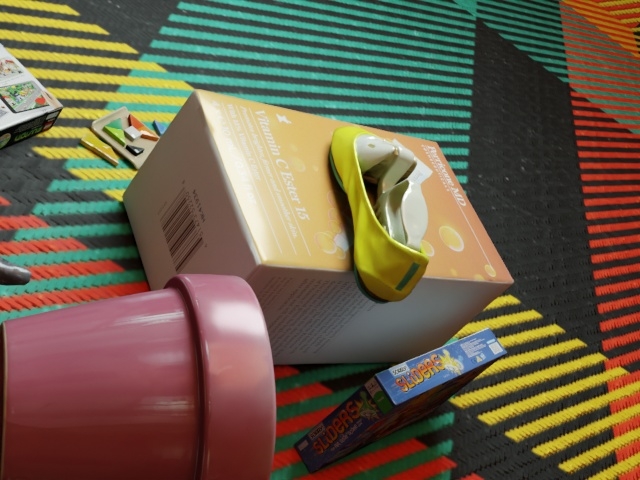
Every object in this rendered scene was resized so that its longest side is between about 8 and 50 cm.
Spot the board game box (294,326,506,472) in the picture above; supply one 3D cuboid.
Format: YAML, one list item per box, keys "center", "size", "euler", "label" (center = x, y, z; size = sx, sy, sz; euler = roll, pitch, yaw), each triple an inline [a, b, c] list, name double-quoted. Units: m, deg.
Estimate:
- center: [0.084, 0.157, 0.901]
  size: [0.201, 0.136, 0.035]
  euler: [-11, 61, -50]
  label: "board game box"

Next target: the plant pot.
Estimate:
- center: [-0.150, 0.124, 0.684]
  size: [0.180, 0.201, 0.201]
  euler: [2, 49, -22]
  label: "plant pot"

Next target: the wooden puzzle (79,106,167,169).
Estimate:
- center: [-0.213, -0.117, 1.015]
  size: [0.078, 0.014, 0.116]
  euler: [39, 35, -4]
  label: "wooden puzzle"

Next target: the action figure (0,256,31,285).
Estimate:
- center: [-0.368, -0.057, 0.622]
  size: [0.330, 0.178, 0.341]
  euler: [51, 12, -19]
  label: "action figure"

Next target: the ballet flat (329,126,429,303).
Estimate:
- center: [0.062, -0.045, 0.852]
  size: [0.077, 0.077, 0.231]
  euler: [20, 41, -27]
  label: "ballet flat"

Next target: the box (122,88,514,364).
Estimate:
- center: [0.000, 0.000, 0.959]
  size: [0.345, 0.168, 0.215]
  euler: [6, 49, -41]
  label: "box"

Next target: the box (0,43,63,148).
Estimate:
- center: [-0.360, -0.130, 0.868]
  size: [0.114, 0.036, 0.207]
  euler: [45, 35, 4]
  label: "box"
